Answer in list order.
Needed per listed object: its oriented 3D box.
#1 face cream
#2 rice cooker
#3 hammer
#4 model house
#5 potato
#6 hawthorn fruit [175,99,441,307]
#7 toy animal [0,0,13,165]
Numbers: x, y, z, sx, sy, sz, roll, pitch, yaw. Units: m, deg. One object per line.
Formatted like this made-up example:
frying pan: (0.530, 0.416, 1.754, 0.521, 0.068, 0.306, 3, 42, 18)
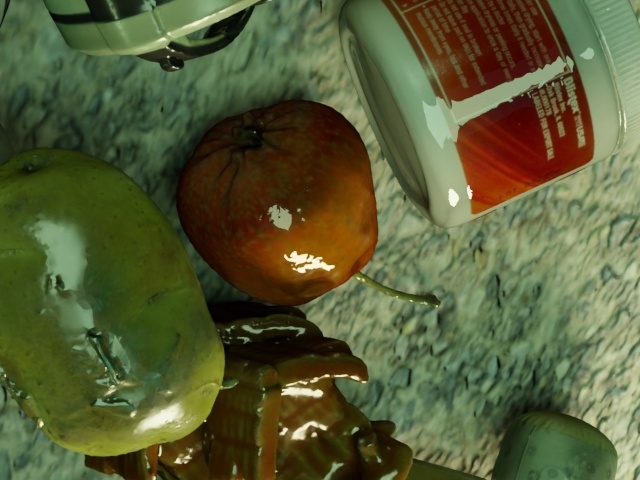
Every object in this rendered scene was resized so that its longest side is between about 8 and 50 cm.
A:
face cream: (0.134, -0.131, 1.131, 0.187, 0.201, 0.201, -25, 115, -5)
rice cooker: (-0.119, -0.249, 1.018, 0.226, 0.226, 0.244, -28, 113, -3)
hammer: (0.111, 0.228, 1.319, 0.306, 0.113, 0.201, 19, 80, -6)
model house: (-0.082, 0.144, 1.194, 0.219, 0.199, 0.229, -47, 119, -8)
potato: (-0.166, 0.050, 1.030, 0.169, 0.143, 0.248, -33, 121, -21)
hawthorn fruit: (0.000, 0.000, 1.207, 0.165, 0.165, 0.285, -41, 139, 3)
toy animal: (-0.340, -0.092, 1.018, 0.251, 0.251, 0.310, 8, 114, -17)
